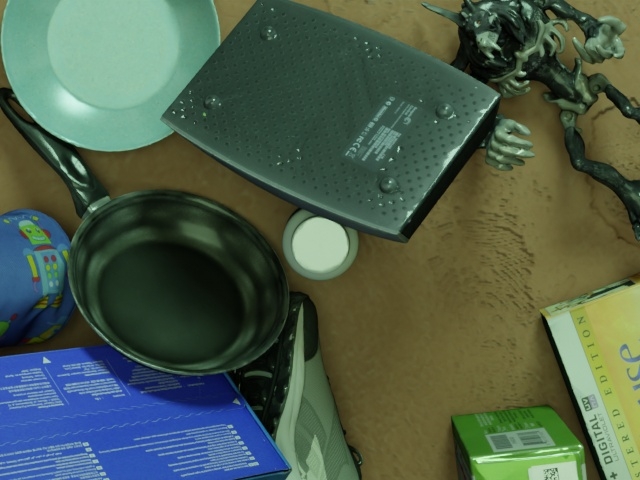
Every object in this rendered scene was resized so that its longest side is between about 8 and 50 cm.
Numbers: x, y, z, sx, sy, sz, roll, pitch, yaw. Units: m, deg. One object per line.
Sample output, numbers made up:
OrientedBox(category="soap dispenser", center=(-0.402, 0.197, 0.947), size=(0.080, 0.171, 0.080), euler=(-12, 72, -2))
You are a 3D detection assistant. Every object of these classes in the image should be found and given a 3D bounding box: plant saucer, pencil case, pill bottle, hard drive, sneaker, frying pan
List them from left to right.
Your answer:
OrientedBox(category="pencil case", center=(-0.333, 0.048, 1.462), size=(0.119, 0.306, 0.133), euler=(49, 117, 16))
OrientedBox(category="frying pan", center=(-0.182, 0.011, 1.536), size=(0.326, 0.197, 0.053), euler=(27, 138, 1))
OrientedBox(category="plant saucer", center=(-0.184, -0.176, 1.569), size=(0.195, 0.037, 0.195), euler=(0, 95, 1))
OrientedBox(category="sneaker", center=(-0.016, 0.181, 1.580), size=(0.108, 0.100, 0.272), euler=(-1, 88, -33))
OrientedBox(category="pill bottle", center=(0.000, 0.000, 1.541), size=(0.067, 0.120, 0.067), euler=(0, 94, 0))
OrientedBox(category="hard drive", center=(0.009, -0.101, 1.494), size=(0.254, 0.054, 0.172), euler=(26, 68, 28))

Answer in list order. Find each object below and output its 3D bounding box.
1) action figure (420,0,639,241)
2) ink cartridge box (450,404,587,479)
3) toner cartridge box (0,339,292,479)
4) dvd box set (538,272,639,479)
OrientedBox(category="action figure", center=(0.206, -0.132, 1.522), size=(0.275, 0.141, 0.164), euler=(37, 106, -4))
OrientedBox(category="ink cartridge box", center=(0.181, 0.287, 1.529), size=(0.097, 0.189, 0.255), euler=(-6, 95, 0))
OrientedBox(category="toner cartridge box", center=(-0.205, 0.173, 1.437), size=(0.165, 0.348, 0.075), euler=(54, 128, 29))
OrientedBox(category="dvd box set", center=(0.444, 0.131, 1.579), size=(0.420, 0.062, 0.308), euler=(-20, 94, 2))
